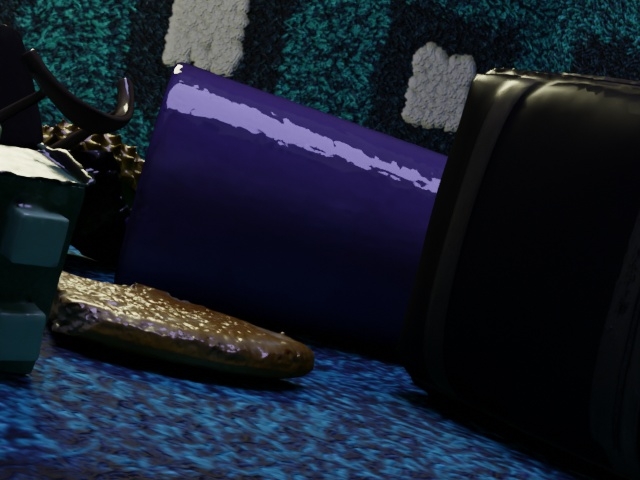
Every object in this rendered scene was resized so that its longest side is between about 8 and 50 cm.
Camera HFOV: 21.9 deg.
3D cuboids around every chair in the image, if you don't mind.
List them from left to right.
[{"bbox_3d":[-0.336,-0.145,1.625,0.272,0.166,0.188,-20,-12,20],"label":"chair"}]

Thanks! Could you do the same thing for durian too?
[{"bbox_3d":[-0.286,-0.055,1.877,0.182,0.165,0.132,37,-22,16],"label":"durian"}]

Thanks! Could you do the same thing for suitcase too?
[{"bbox_3d":[0.228,0.020,1.158,0.194,0.283,0.434,14,3,-33],"label":"suitcase"}]

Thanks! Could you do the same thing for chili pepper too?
[{"bbox_3d":[-0.253,-0.037,1.587,0.148,0.116,0.264,12,3,23],"label":"chili pepper"}]

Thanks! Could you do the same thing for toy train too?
[{"bbox_3d":[-0.281,-0.014,0.983,0.272,0.159,0.188,10,15,-36],"label":"toy train"}]

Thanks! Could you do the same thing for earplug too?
[{"bbox_3d":[0.053,0.001,1.489,0.456,0.215,0.215,16,4,-4],"label":"earplug"}]

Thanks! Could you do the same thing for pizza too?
[{"bbox_3d":[-0.134,0.058,1.214,0.181,0.034,0.262,10,5,-39],"label":"pizza"}]
